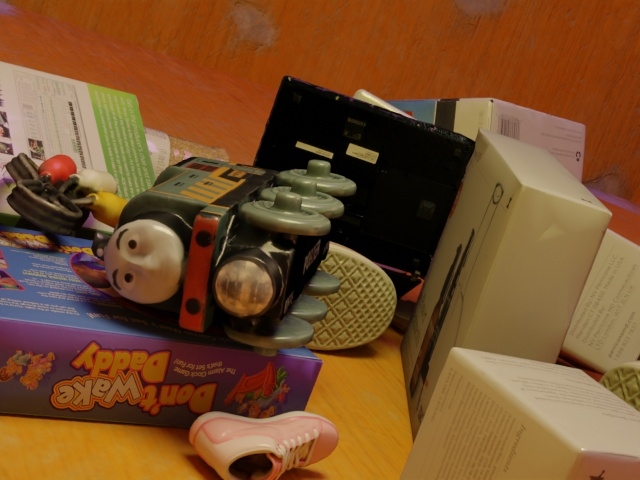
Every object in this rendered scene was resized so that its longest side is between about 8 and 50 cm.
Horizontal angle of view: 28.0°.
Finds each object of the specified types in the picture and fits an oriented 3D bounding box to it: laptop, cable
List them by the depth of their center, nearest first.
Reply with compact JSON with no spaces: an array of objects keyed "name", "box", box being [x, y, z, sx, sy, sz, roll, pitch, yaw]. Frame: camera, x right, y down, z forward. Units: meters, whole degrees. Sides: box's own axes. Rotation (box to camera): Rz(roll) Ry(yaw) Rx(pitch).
[{"name":"cable","box":[-0.259,-0.057,1.255,0.139,0.072,0.287,37,-2,2]},{"name":"laptop","box":[0.011,-0.037,1.473,0.234,0.264,0.136,17,10,-17]}]

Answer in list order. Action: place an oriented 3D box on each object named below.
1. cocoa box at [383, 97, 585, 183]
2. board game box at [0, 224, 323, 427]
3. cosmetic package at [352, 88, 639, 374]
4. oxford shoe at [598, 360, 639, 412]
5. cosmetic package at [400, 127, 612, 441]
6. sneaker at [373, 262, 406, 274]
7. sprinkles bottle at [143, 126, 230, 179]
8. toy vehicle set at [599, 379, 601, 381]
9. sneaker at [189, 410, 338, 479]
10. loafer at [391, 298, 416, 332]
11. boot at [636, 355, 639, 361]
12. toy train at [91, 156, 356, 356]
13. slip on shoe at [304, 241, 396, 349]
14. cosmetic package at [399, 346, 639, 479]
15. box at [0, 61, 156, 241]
[{"name":"cocoa box","box":[0.263,-0.106,2.157,0.228,0.231,0.347,5,1,37]},{"name":"board game box","box":[-0.204,0.070,1.117,0.347,0.078,0.233,11,15,-37]},{"name":"cosmetic package","box":[0.203,-0.003,1.642,0.453,0.161,0.230,30,-2,1]},{"name":"oxford shoe","box":[0.461,0.238,1.284,0.130,0.169,0.449,11,10,-33]},{"name":"cosmetic package","box":[0.176,0.052,1.332,0.097,0.284,0.377,20,12,-3]},{"name":"sneaker","box":[0.018,-0.056,1.908,0.283,0.124,0.107,20,12,0]},{"name":"sprinkles bottle","box":[-0.294,-0.105,1.623,0.355,0.121,0.121,14,14,-26]},{"name":"toy vehicle set","box":[0.466,0.249,1.530,0.166,0.035,0.267,13,14,-31]},{"name":"sneaker","box":[-0.034,0.172,1.026,0.134,0.051,0.070,8,19,-33]},{"name":"loafer","box":[0.088,0.089,1.625,0.045,0.039,0.125,-28,36,-28]},{"name":"boot","box":[0.485,0.186,1.745,0.247,0.083,0.161,16,19,-14]},{"name":"toy train","box":[-0.079,0.001,1.150,0.190,0.142,0.334,10,13,7]},{"name":"slip on shoe","box":[-0.069,0.041,1.394,0.331,0.123,0.101,10,11,-22]},{"name":"cosmetic package","box":[0.183,0.197,1.024,0.151,0.151,0.184,13,14,-30]},{"name":"box","box":[-0.331,-0.095,1.427,0.322,0.058,0.232,10,48,-36]}]
